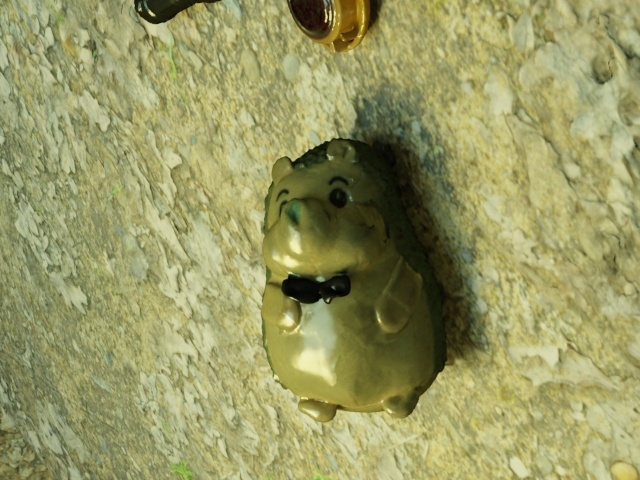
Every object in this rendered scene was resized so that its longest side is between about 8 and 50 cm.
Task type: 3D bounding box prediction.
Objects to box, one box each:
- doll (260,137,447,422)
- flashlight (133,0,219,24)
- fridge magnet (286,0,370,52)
[{"bbox_3d":[0.031,0.048,1.464,0.247,0.247,0.350,-2,95,57],"label":"doll"},{"bbox_3d":[-0.195,-0.361,1.666,0.232,0.093,0.093,-8,104,63],"label":"flashlight"},{"bbox_3d":[0.006,-0.295,1.418,0.143,0.063,0.143,38,143,37],"label":"fridge magnet"}]
